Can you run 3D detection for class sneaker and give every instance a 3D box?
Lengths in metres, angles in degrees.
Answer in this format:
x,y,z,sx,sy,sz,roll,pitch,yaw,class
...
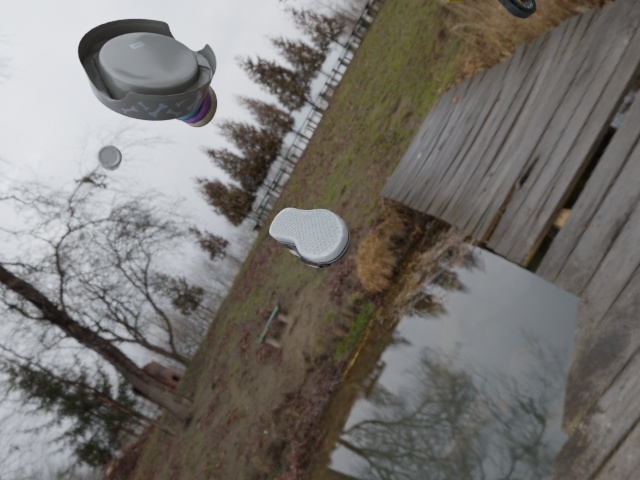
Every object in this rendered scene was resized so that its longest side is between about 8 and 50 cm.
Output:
x,y,z,sx,sy,sz,roll,pitch,yaw,class
0.000,0.000,1.236,0.126,0.127,0.321,-55,29,-6,sneaker

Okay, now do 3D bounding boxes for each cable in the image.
x,y,z,sx,sy,sz,roll,pitch,yaw,class
0.389,-0.616,1.265,0.072,0.287,0.140,144,128,-60,cable

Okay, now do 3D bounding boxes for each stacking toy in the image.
x,y,z,sx,sy,sz,roll,pitch,yaw,class
-0.444,-0.419,1.477,0.141,0.141,0.330,-60,-22,15,stacking toy

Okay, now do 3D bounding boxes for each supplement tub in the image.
x,y,z,sx,sy,sz,roll,pitch,yaw,class
-0.627,-0.245,1.549,0.071,0.071,0.107,-61,18,-7,supplement tub

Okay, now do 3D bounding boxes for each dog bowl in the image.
x,y,z,sx,sy,sz,roll,pitch,yaw,class
-0.456,-0.455,1.391,0.102,0.348,0.349,110,-176,-48,dog bowl
